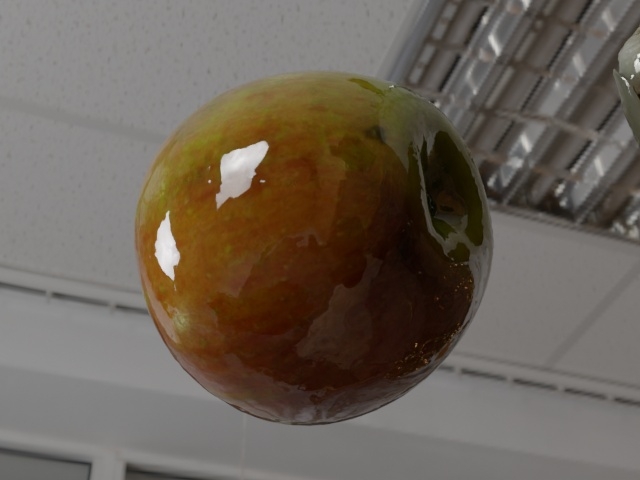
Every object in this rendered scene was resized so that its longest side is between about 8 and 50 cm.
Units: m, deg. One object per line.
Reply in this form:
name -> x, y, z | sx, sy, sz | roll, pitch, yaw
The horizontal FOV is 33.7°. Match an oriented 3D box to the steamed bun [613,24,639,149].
steamed bun -> 0.265, -0.067, 0.542 | 0.211, 0.218, 0.144 | -31, -57, -16

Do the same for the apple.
apple -> 0.000, 0.000, 0.577 | 0.196, 0.196, 0.196 | 0, -41, 0
